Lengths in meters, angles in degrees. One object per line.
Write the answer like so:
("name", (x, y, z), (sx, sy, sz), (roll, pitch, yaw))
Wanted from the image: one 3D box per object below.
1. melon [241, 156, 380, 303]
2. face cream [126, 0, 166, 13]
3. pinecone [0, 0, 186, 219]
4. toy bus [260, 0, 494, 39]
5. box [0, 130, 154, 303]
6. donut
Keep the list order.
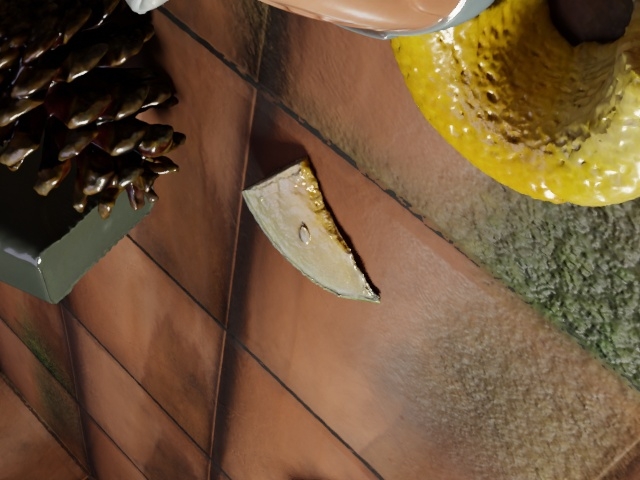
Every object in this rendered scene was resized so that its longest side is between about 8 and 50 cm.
("melon", (-0.007, 0.000, 0.922), (0.098, 0.054, 0.182), (-16, 109, 41))
("face cream", (-0.228, -0.359, 0.819), (0.269, 0.073, 0.107), (56, 144, -4))
("pinecone", (-0.280, -0.165, 0.944), (0.244, 0.244, 0.309), (12, 142, 47))
("toy bus", (0.014, -0.249, 0.431), (0.194, 0.232, 0.287), (32, 125, 35))
("box", (-0.359, -0.050, 1.140), (0.178, 0.274, 0.138), (24, 142, 18))
("donut", (0.161, -0.095, 0.558), (0.259, 0.101, 0.152), (23, 144, 34))
